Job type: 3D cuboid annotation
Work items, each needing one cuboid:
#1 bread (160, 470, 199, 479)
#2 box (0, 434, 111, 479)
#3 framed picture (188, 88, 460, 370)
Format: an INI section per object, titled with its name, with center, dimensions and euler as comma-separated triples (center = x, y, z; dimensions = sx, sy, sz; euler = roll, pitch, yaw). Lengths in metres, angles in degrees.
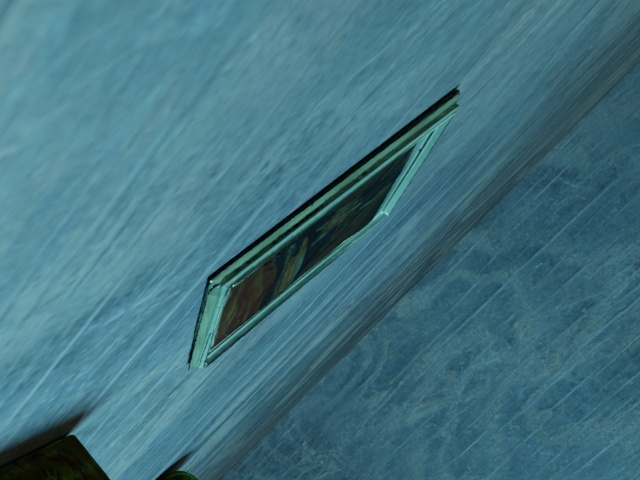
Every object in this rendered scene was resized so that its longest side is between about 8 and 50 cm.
[bread]
center = -0.251, 0.424, 1.300
dimensions = 0.130, 0.071, 0.139
euler = -43, 169, -24
[box]
center = -0.185, 0.184, 0.523
dimensions = 0.022, 0.089, 0.156
euler = -45, 171, 16
[framed picture]
center = 0.000, 0.000, 0.699
dimensions = 0.273, 0.016, 0.216
euler = -39, 169, -25
